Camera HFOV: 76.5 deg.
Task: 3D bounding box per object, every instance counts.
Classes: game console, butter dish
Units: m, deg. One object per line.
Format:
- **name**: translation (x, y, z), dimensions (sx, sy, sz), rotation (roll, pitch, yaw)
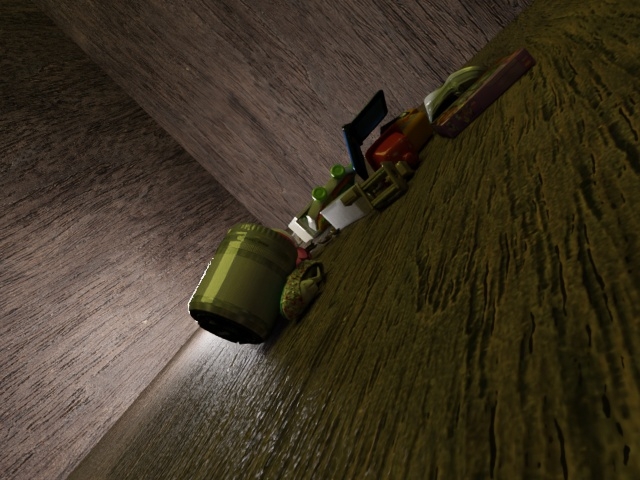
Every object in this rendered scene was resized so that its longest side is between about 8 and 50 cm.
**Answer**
- **game console**: translation (0.194, -0.377, 1.519), dimensions (0.174, 0.249, 0.293), rotation (-16, -3, 14)
- **butter dish**: translation (0.252, -0.266, 1.297), dimensions (0.160, 0.160, 0.118), rotation (-46, 31, -10)

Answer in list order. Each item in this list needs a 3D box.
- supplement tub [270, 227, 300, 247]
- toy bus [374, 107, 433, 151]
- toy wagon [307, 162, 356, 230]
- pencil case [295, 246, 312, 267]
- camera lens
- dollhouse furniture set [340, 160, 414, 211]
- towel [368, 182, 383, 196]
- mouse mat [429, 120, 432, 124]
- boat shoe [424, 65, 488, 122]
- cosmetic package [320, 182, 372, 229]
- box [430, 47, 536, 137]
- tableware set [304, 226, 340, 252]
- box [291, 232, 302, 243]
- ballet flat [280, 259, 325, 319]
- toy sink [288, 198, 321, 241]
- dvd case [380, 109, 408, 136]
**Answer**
- **supplement tub**: translation (-0.212, 0.096, 1.569), dimensions (0.191, 0.191, 0.272), rotation (-37, 11, 45)
- **toy bus**: translation (0.308, -0.373, 1.503), dimensions (0.130, 0.108, 0.332), rotation (-2, 39, 50)
- **toy wagon**: translation (0.066, -0.199, 1.636), dimensions (0.344, 0.068, 0.267), rotation (-52, -15, -15)
- **pencil case**: translation (-0.104, 0.100, 1.325), dimensions (0.095, 0.098, 0.209), rotation (-41, 9, 30)
- **camera lens**: translation (-0.197, 0.120, 1.071), dimensions (0.219, 0.220, 0.274), rotation (-33, 31, 58)
- **dollhouse furniture set**: translation (0.188, -0.143, 1.227), dimensions (0.182, 0.101, 0.161), rotation (-40, -15, 36)
- **towel**: translation (0.191, -0.201, 1.597), dimensions (0.285, 0.034, 0.209), rotation (-44, 8, 6)
- **mouse mat**: translation (0.474, -0.510, 1.829), dimensions (0.190, 0.007, 0.152), rotation (-43, 8, 7)
- **boat shoe**: translation (0.520, -0.563, 1.564), dimensions (0.118, 0.102, 0.320), rotation (-6, -6, -24)
- **cosmetic package**: translation (0.093, -0.112, 1.410), dimensions (0.060, 0.099, 0.239), rotation (-46, 8, -24)
- **box**: translation (0.477, -0.437, 1.233), dimensions (0.293, 0.057, 0.201), rotation (-43, 9, 14)
- **tableware set**: translation (0.000, 0.000, 1.442), dimensions (0.154, 0.024, 0.104), rotation (-36, -9, 15)
- **box**: translation (-0.045, -0.094, 2.162), dimensions (0.324, 0.063, 0.067), rotation (-46, 9, -4)
- **ballet flat**: translation (-0.039, 0.109, 1.024), dimensions (0.077, 0.091, 0.241), rotation (-16, 21, 17)
- **toy sink**: translation (-0.038, -0.094, 1.882), dimensions (0.152, 0.131, 0.234), rotation (-47, 3, -15)
- **dvd case**: translation (0.303, -0.413, 1.642), dimensions (0.018, 0.164, 0.221), rotation (21, 43, 33)
